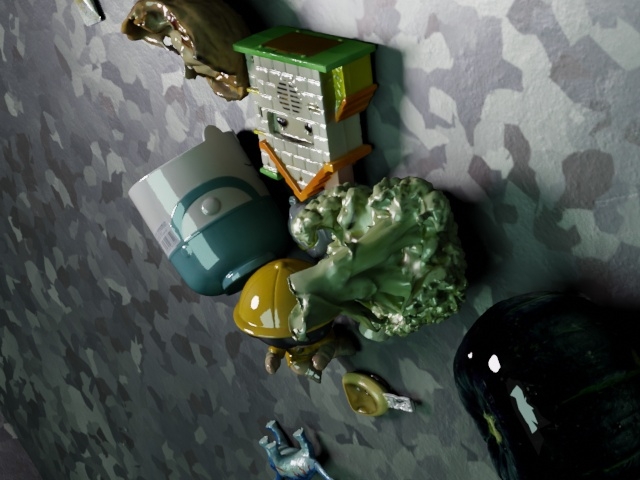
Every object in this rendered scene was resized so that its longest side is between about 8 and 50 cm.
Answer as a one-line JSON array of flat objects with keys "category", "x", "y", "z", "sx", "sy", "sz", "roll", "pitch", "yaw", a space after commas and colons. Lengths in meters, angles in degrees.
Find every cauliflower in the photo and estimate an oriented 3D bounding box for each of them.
[{"category": "cauliflower", "x": 0.070, "y": 0.018, "z": 1.567, "sx": 0.327, "sy": 0.281, "sz": 0.260, "roll": -53, "pitch": 44, "yaw": 43}]

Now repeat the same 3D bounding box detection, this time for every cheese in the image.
[{"category": "cheese", "x": 0.107, "y": 0.279, "z": 1.860, "sx": 0.163, "sy": 0.036, "sz": 0.086, "roll": 4, "pitch": 115, "yaw": 49}]

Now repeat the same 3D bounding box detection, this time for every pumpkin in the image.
[{"category": "pumpkin", "x": 0.328, "y": 0.215, "z": 1.413, "sx": 0.315, "sy": 0.239, "sz": 0.315, "roll": 58, "pitch": 163, "yaw": 29}]

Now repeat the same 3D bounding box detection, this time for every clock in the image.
[{"category": "clock", "x": -0.015, "y": -0.195, "z": 1.682, "sx": 0.220, "sy": 0.106, "sz": 0.255, "roll": 23, "pitch": 131, "yaw": 42}]

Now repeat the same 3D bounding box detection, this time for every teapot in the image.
[{"category": "teapot", "x": 0.096, "y": 0.121, "z": 1.769, "sx": 0.067, "sy": 0.057, "sz": 0.083, "roll": 20, "pitch": 121, "yaw": 10}]

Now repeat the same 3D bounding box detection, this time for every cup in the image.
[{"category": "cup", "x": -0.190, "y": -0.037, "z": 1.903, "sx": 0.257, "sy": 0.219, "sz": 0.289, "roll": 58, "pitch": 172, "yaw": 6}]

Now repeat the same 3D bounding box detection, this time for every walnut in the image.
[{"category": "walnut", "x": -0.195, "y": -0.342, "z": 1.754, "sx": 0.238, "sy": 0.141, "sz": 0.204, "roll": 34, "pitch": 175, "yaw": -22}]

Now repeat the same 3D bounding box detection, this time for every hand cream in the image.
[{"category": "hand cream", "x": -0.490, "y": -0.521, "z": 2.087, "sx": 0.067, "sy": 0.042, "sz": 0.194, "roll": -4, "pitch": 112, "yaw": 49}]

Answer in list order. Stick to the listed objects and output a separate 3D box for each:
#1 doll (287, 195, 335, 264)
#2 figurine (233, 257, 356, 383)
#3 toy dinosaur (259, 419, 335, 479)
[{"category": "doll", "x": 0.000, "y": 0.000, "z": 1.798, "sx": 0.180, "sy": 0.079, "sz": 0.094, "roll": 54, "pitch": 142, "yaw": -7}, {"category": "figurine", "x": -0.044, "y": 0.135, "z": 1.811, "sx": 0.256, "sy": 0.192, "sz": 0.167, "roll": 74, "pitch": 177, "yaw": -57}, {"category": "toy dinosaur", "x": -0.064, "y": 0.435, "z": 2.111, "sx": 0.144, "sy": 0.076, "sz": 0.329, "roll": 59, "pitch": 151, "yaw": -2}]
